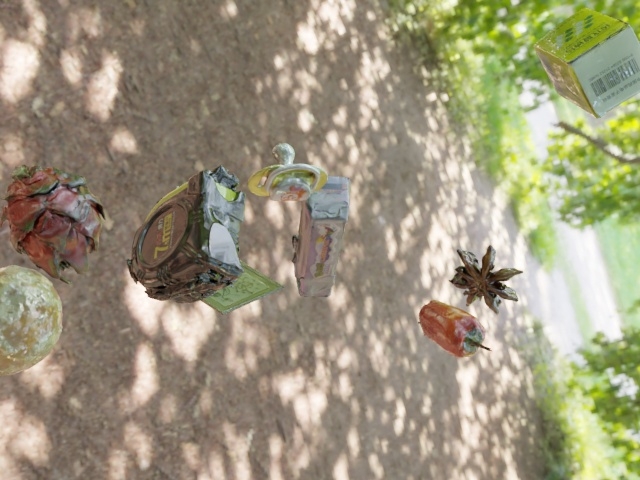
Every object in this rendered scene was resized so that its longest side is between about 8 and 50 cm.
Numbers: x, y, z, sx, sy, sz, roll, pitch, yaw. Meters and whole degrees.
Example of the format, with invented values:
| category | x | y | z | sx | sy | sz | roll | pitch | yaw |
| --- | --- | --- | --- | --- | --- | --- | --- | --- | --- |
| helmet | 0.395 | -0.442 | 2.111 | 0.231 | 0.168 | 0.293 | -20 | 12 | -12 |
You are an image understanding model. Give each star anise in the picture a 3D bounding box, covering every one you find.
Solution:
| category | x | y | z | sx | sy | sz | roll | pitch | yaw |
| --- | --- | --- | --- | --- | --- | --- | --- | --- | --- |
| star anise | 0.341 | 0.082 | 1.793 | 0.057 | 0.167 | 0.168 | -48 | 119 | -45 |

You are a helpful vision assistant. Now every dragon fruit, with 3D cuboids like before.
| category | x | y | z | sx | sy | sz | roll | pitch | yaw |
| --- | --- | --- | --- | --- | --- | --- | --- | --- | --- |
| dragon fruit | -0.474 | -0.036 | 1.543 | 0.189 | 0.182 | 0.182 | 63 | 19 | -56 |

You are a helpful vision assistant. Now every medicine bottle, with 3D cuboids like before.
| category | x | y | z | sx | sy | sz | roll | pitch | yaw |
| --- | --- | --- | --- | --- | --- | --- | --- | --- | --- |
| medicine bottle | 0.540 | -0.357 | 1.728 | 0.141 | 0.137 | 0.250 | 56 | 8 | -21 |

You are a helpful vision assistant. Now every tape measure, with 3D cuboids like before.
| category | x | y | z | sx | sy | sz | roll | pitch | yaw |
| --- | --- | --- | --- | --- | --- | --- | --- | --- | --- |
| tape measure | -0.201 | 0.003 | 1.323 | 0.112 | 0.186 | 0.199 | 37 | 40 | -41 |

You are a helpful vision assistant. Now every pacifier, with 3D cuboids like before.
| category | x | y | z | sx | sy | sz | roll | pitch | yaw |
| --- | --- | --- | --- | --- | --- | --- | --- | --- | --- |
| pacifier | -0.034 | -0.073 | 0.875 | 0.068 | 0.083 | 0.064 | 120 | -37 | -56 |

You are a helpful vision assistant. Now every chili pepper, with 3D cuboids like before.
| category | x | y | z | sx | sy | sz | roll | pitch | yaw |
| --- | --- | --- | --- | --- | --- | --- | --- | --- | --- |
| chili pepper | 0.261 | 0.175 | 1.607 | 0.086 | 0.084 | 0.192 | 32 | -3 | -31 |

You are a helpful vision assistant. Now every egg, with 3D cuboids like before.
| category | x | y | z | sx | sy | sz | roll | pitch | yaw |
| --- | --- | --- | --- | --- | --- | --- | --- | --- | --- |
| egg | -0.606 | 0.153 | 1.689 | 0.203 | 0.203 | 0.245 | 60 | 18 | -26 |

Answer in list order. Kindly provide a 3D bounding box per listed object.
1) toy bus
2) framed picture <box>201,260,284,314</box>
| category | x | y | z | sx | sy | sz | roll | pitch | yaw |
| --- | --- | --- | --- | --- | --- | --- | --- | --- | --- |
| toy bus | 0.000 | 0.000 | 1.880 | 0.317 | 0.112 | 0.138 | 98 | -10 | -53 |
| framed picture | -0.217 | 0.089 | 1.911 | 0.173 | 0.231 | 0.010 | -23 | 125 | -38 |
